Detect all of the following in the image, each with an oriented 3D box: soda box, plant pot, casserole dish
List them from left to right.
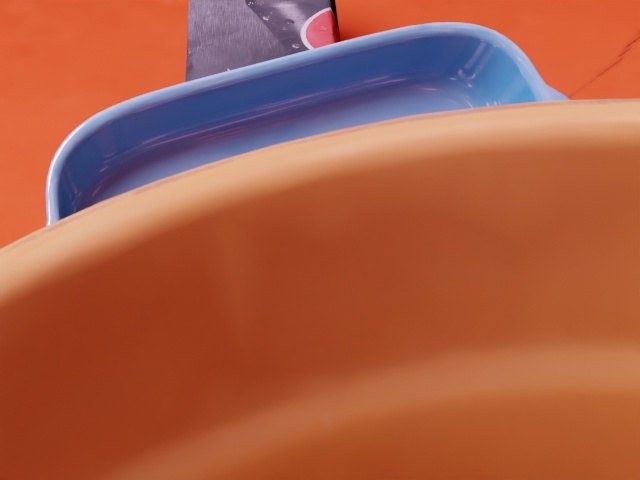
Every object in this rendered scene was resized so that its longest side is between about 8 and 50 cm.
[{"bbox_3d":[-0.020,-0.054,0.701,0.060,0.053,0.169,-5,35,1],"label":"soda box"},{"bbox_3d":[0.000,0.000,0.590,0.188,0.114,0.037,-17,-8,-16],"label":"casserole dish"},{"bbox_3d":[0.046,0.137,0.281,0.290,0.204,0.291,-3,34,2],"label":"plant pot"}]
